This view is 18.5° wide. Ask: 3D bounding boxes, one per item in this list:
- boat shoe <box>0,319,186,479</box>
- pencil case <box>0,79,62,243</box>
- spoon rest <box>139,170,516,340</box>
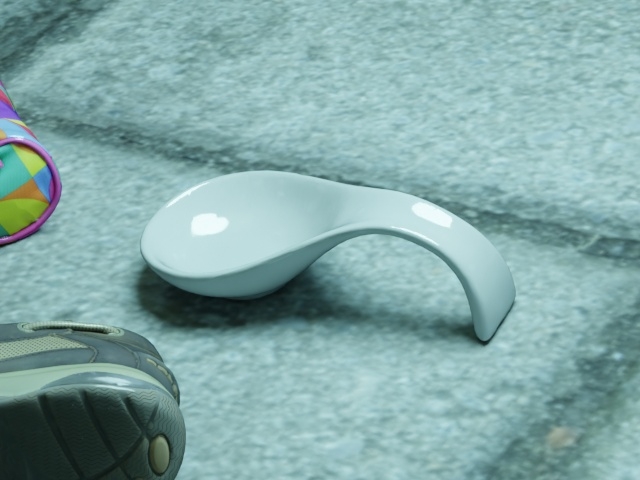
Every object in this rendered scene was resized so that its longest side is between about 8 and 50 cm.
[{"bbox_3d":[-0.263,0.118,1.264,0.355,0.132,0.130,1,25,-1],"label":"boat shoe"},{"bbox_3d":[-0.285,-0.090,1.568,0.104,0.104,0.236,-21,37,-17],"label":"pencil case"},{"bbox_3d":[0.000,0.000,1.390,0.276,0.084,0.137,10,39,24],"label":"spoon rest"}]
